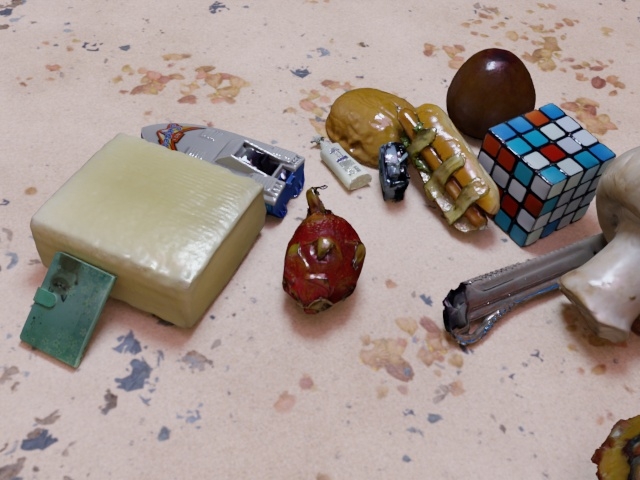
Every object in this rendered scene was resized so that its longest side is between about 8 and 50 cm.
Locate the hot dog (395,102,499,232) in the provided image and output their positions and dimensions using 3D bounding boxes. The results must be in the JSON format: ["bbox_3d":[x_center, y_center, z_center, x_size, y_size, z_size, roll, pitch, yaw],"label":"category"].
[{"bbox_3d":[0.208,-0.126,1.193,0.072,0.109,0.269,-13,63,-39],"label":"hot dog"}]

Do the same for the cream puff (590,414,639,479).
[{"bbox_3d":[0.432,0.310,0.822,0.240,0.164,0.240,5,62,-9],"label":"cream puff"}]

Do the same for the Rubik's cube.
[{"bbox_3d":[0.363,-0.110,1.185,0.154,0.155,0.151,-25,55,-24],"label":"Rubik's cube"}]

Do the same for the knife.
[{"bbox_3d":[0.332,0.068,1.106,0.365,0.043,0.089,-19,86,-23],"label":"knife"}]

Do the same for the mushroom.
[{"bbox_3d":[0.487,0.013,1.022,0.290,0.297,0.297,-29,54,1],"label":"mushroom"}]

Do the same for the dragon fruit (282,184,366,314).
[{"bbox_3d":[0.000,0.000,1.081,0.125,0.125,0.246,-3,42,-4],"label":"dragon fruit"}]

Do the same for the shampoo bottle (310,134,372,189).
[{"bbox_3d":[0.032,-0.144,1.266,0.049,0.034,0.141,-28,56,-18],"label":"shampoo bottle"}]

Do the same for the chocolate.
[{"bbox_3d":[0.322,-0.274,1.324,0.177,0.176,0.176,3,49,-3],"label":"chocolate"}]

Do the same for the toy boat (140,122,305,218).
[{"bbox_3d":[-0.179,-0.139,1.204,0.295,0.088,0.129,21,50,12],"label":"toy boat"}]

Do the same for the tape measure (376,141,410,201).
[{"bbox_3d":[0.126,-0.120,1.219,0.054,0.091,0.094,-5,67,-1],"label":"tape measure"}]

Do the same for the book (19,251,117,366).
[{"bbox_3d":[-0.352,0.093,0.981,0.103,0.017,0.135,23,88,13],"label":"book"}]

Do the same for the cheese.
[{"bbox_3d":[-0.252,-0.025,1.076,0.266,0.124,0.242,21,46,14],"label":"cheese"}]

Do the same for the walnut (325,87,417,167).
[{"bbox_3d":[0.105,-0.223,1.307,0.211,0.087,0.167,30,57,20],"label":"walnut"}]
